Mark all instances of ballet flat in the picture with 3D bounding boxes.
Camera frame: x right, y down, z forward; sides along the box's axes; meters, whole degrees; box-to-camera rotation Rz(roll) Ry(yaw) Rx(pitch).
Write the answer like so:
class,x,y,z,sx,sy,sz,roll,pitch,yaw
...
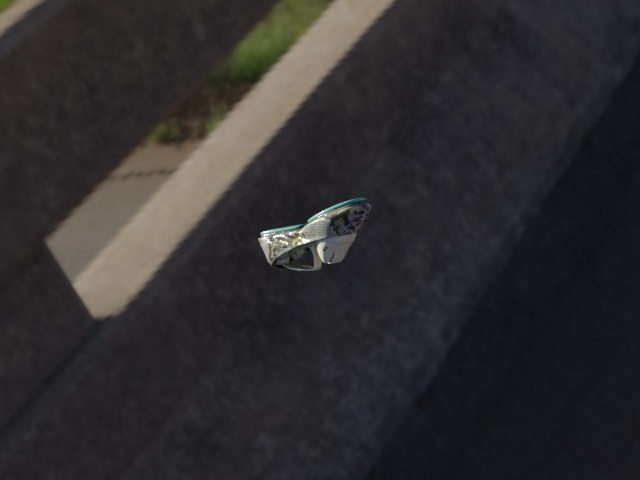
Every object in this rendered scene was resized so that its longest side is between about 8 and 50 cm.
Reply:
class,x,y,z,sx,sy,sz,roll,pitch,yaw
ballet flat,0.000,0.000,1.017,0.114,0.041,0.041,-19,27,49
